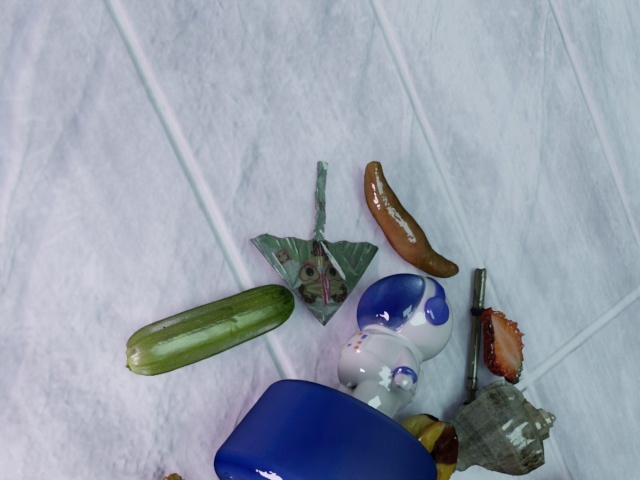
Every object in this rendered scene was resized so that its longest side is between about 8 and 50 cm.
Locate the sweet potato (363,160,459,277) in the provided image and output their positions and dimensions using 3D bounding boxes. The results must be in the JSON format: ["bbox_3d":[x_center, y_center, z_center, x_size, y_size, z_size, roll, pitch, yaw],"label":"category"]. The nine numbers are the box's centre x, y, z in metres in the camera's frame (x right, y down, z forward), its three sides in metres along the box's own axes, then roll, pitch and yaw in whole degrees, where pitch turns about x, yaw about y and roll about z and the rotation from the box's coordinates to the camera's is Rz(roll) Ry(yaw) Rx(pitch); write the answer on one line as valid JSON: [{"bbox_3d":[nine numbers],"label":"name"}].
[{"bbox_3d":[0.137,-0.011,0.911,0.255,0.058,0.078,47,48,-20],"label":"sweet potato"}]

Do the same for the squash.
[{"bbox_3d":[-0.140,0.116,0.761,0.238,0.069,0.069,-18,94,-27],"label":"squash"}]

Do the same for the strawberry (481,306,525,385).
[{"bbox_3d":[0.300,0.175,0.972,0.104,0.048,0.152,-46,114,-39],"label":"strawberry"}]

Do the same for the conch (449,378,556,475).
[{"bbox_3d":[0.286,0.311,0.943,0.207,0.130,0.155,-17,82,-3],"label":"conch"}]

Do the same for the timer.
[{"bbox_3d":[0.064,0.202,0.779,0.270,0.270,0.384,42,56,-18],"label":"timer"}]

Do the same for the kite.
[{"bbox_3d":[-0.001,0.000,0.849,0.229,0.012,0.250,8,74,-35],"label":"kite"}]

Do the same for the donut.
[{"bbox_3d":[0.150,0.326,0.872,0.140,0.059,0.141,-13,114,-32],"label":"donut"}]

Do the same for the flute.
[{"bbox_3d":[0.263,0.161,0.977,0.027,0.027,0.233,9,83,-25],"label":"flute"}]

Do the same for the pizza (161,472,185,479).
[{"bbox_3d":[-0.168,0.393,0.710,0.335,0.086,0.226,-2,94,-22],"label":"pizza"}]
